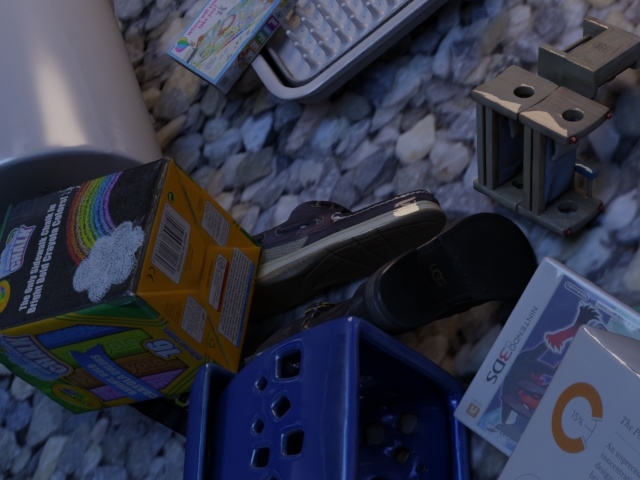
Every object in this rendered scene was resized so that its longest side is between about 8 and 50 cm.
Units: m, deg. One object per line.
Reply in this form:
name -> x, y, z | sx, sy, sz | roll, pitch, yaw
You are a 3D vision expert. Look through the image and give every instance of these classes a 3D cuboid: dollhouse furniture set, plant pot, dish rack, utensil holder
dollhouse furniture set -> 0.267, -0.120, 1.303 | 0.184, 0.129, 0.129 | -33, 47, -27
plant pot -> 0.000, 0.227, 1.188 | 0.212, 0.236, 0.235 | -14, 60, 30
dish rack -> 0.041, -0.331, 1.552 | 0.333, 0.072, 0.285 | -38, 54, 8
utensil holder -> -0.373, -0.146, 1.541 | 0.328, 0.327, 0.385 | -31, 57, 13

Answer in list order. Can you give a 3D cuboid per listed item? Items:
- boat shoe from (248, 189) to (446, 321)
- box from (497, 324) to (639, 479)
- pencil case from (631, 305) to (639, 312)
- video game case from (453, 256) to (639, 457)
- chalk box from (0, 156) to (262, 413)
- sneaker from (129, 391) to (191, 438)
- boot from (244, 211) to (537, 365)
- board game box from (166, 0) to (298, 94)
boat shoe -> 0.000, 0.000, 1.386 | 0.285, 0.103, 0.092 | -26, 60, 23
box -> 0.221, 0.270, 0.888 | 0.345, 0.168, 0.215 | -65, 32, 14
pencil case -> 0.284, 0.090, 1.195 | 0.152, 0.064, 0.070 | -6, 38, 29
video game case -> 0.245, 0.143, 1.161 | 0.201, 0.023, 0.183 | 34, 104, 27
chalk box -> -0.237, 0.060, 1.331 | 0.289, 0.179, 0.180 | -14, 49, 30
sneaker -> -0.159, 0.172, 1.387 | 0.235, 0.097, 0.084 | 11, 72, 34
boot -> 0.071, 0.062, 1.292 | 0.229, 0.263, 0.091 | -31, 78, 50
board game box -> -0.107, -0.265, 1.546 | 0.103, 0.026, 0.154 | 36, 87, 38
